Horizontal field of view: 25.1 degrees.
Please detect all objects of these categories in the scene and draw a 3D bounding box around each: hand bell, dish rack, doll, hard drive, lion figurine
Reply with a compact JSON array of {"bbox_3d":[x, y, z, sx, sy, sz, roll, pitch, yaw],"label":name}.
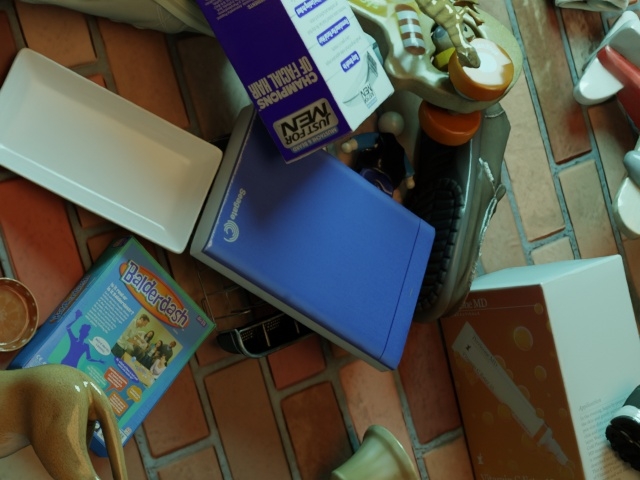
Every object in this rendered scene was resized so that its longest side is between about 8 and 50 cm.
[{"bbox_3d":[-0.004,0.341,1.816,0.242,0.126,0.126,-25,99,-24],"label":"hand bell"},{"bbox_3d":[-0.076,-0.004,1.799,0.208,0.074,0.271,-21,96,-42],"label":"dish rack"},{"bbox_3d":[0.073,-0.093,1.944,0.129,0.046,0.189,33,67,-29],"label":"doll"},{"bbox_3d":[0.000,0.000,1.789,0.319,0.040,0.210,33,60,-30],"label":"hard drive"},{"bbox_3d":[-0.346,0.180,1.466,0.392,0.142,0.240,4,86,-1],"label":"lion figurine"}]

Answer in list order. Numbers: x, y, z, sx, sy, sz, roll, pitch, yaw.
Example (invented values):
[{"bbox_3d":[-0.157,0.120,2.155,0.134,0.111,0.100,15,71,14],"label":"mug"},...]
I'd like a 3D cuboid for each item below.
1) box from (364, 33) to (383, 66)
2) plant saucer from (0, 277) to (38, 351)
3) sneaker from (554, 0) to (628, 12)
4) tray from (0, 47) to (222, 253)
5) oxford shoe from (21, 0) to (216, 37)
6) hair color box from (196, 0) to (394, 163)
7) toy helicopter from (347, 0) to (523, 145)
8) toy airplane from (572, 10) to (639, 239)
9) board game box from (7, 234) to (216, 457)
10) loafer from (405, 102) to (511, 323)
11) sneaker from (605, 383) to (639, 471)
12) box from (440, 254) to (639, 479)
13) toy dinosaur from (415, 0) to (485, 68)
[{"bbox_3d":[0.070,-0.252,1.973,0.136,0.028,0.081,-29,102,-37],"label":"box"},{"bbox_3d":[-0.359,0.084,1.622,0.083,0.013,0.083,6,80,-36],"label":"plant saucer"},{"bbox_3d":[0.462,-0.439,2.240,0.292,0.108,0.169,-15,92,-27],"label":"sneaker"},{"bbox_3d":[-0.258,-0.101,1.680,0.270,0.030,0.145,28,69,-17],"label":"tray"},{"bbox_3d":[-0.237,-0.322,1.702,0.449,0.130,0.169,7,59,-50],"label":"oxford shoe"},{"bbox_3d":[-0.053,-0.281,1.724,0.339,0.110,0.185,60,26,-9],"label":"hair color box"},{"bbox_3d":[0.106,-0.301,1.906,0.355,0.140,0.235,25,57,-4],"label":"toy helicopter"},{"bbox_3d":[0.578,-0.195,2.190,0.384,0.272,0.386,-1,86,-36],"label":"toy airplane"},{"bbox_3d":[-0.240,0.123,1.684,0.160,0.047,0.210,49,60,-21],"label":"board game box"},{"bbox_3d":[0.202,-0.051,1.979,0.130,0.134,0.366,27,69,-33],"label":"loafer"},{"bbox_3d":[0.488,0.298,1.908,0.271,0.100,0.108,53,52,-21],"label":"sneaker"},{"bbox_3d":[0.321,0.211,1.984,0.168,0.215,0.345,-16,94,-37],"label":"box"},{"bbox_3d":[0.142,-0.304,1.815,0.112,0.064,0.211,-29,60,-30],"label":"toy dinosaur"}]
